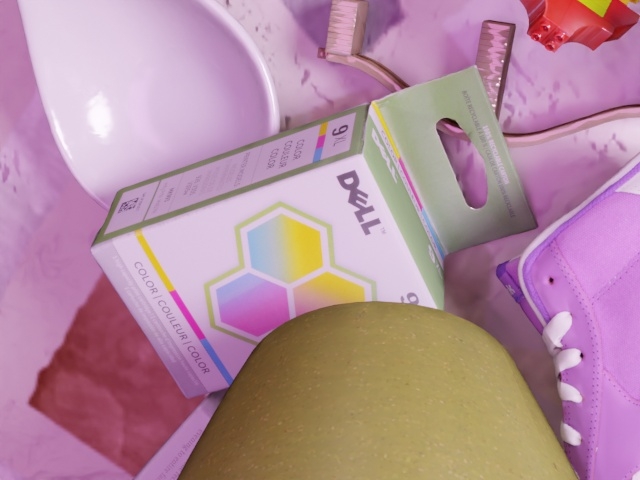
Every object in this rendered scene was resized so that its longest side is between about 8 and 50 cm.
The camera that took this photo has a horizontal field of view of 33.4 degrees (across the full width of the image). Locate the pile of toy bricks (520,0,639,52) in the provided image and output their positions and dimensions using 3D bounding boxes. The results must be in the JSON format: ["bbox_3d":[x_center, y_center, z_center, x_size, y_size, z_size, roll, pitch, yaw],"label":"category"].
[{"bbox_3d":[0.185,-0.080,0.446,0.212,0.105,0.118,33,154,-5],"label":"pile of toy bricks"}]

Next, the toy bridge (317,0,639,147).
[{"bbox_3d":[0.087,-0.083,0.557,0.188,0.026,0.063,12,106,15],"label":"toy bridge"}]

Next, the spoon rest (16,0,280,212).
[{"bbox_3d":[-0.120,-0.133,0.588,0.137,0.084,0.276,-26,91,22],"label":"spoon rest"}]

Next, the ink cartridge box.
[{"bbox_3d":[0.000,0.000,0.556,0.209,0.062,0.109,-18,120,17],"label":"ink cartridge box"}]

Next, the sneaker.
[{"bbox_3d":[0.147,0.085,0.543,0.161,0.102,0.282,28,102,19],"label":"sneaker"}]

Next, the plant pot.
[{"bbox_3d":[0.021,0.181,0.434,0.275,0.293,0.274,2,138,2],"label":"plant pot"}]

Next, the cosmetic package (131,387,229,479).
[{"bbox_3d":[-0.004,0.195,0.618,0.231,0.085,0.117,43,111,4],"label":"cosmetic package"}]
